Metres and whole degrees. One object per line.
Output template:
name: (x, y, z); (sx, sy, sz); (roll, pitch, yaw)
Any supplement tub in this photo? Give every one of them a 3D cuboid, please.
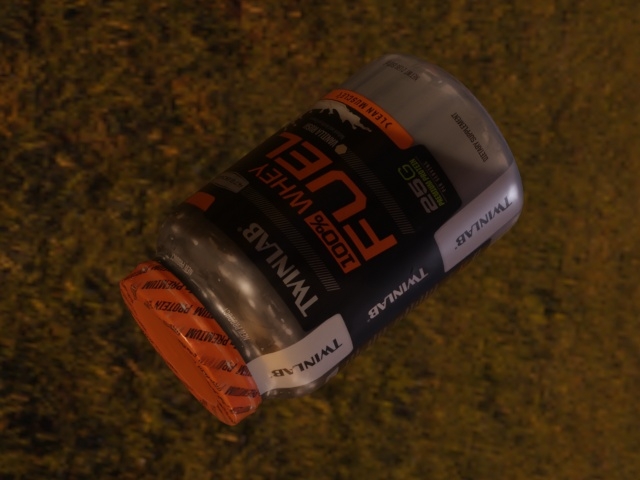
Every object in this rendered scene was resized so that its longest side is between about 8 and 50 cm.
supplement tub: (0.000, 0.000, 0.685); (0.190, 0.117, 0.117); (-39, 133, -17)
